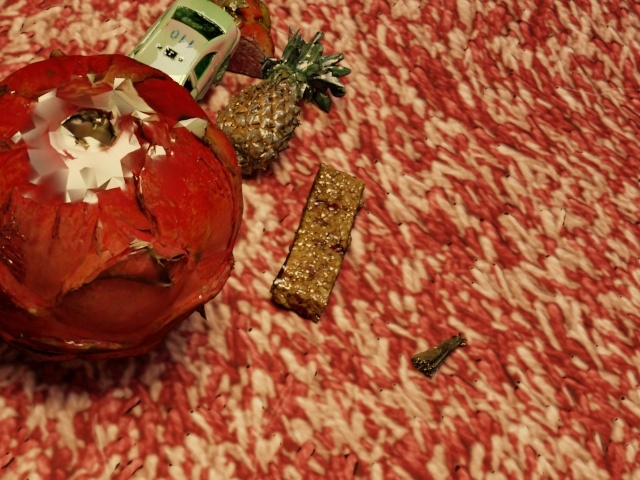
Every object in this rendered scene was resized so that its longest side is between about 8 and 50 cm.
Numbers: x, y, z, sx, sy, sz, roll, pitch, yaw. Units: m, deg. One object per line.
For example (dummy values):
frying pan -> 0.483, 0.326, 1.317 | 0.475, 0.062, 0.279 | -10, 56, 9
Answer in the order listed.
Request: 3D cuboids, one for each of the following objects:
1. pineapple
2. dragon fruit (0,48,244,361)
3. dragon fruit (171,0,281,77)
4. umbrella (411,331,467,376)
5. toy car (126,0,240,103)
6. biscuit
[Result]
pineapple -> -0.047, -0.144, 1.826 | 0.103, 0.083, 0.221 | 46, 49, -11
dragon fruit -> -0.219, -0.028, 1.536 | 0.296, 0.301, 0.295 | 3, 69, -7
dragon fruit -> -0.105, -0.254, 1.892 | 0.147, 0.096, 0.102 | 2, 47, -23
umbrella -> 0.122, 0.117, 1.712 | 0.031, 0.020, 0.083 | 7, 32, 41
toy car -> -0.173, -0.169, 1.774 | 0.090, 0.076, 0.224 | 32, 65, 4
biscuit -> 0.000, 0.000, 1.754 | 0.064, 0.034, 0.199 | 22, 47, -2
